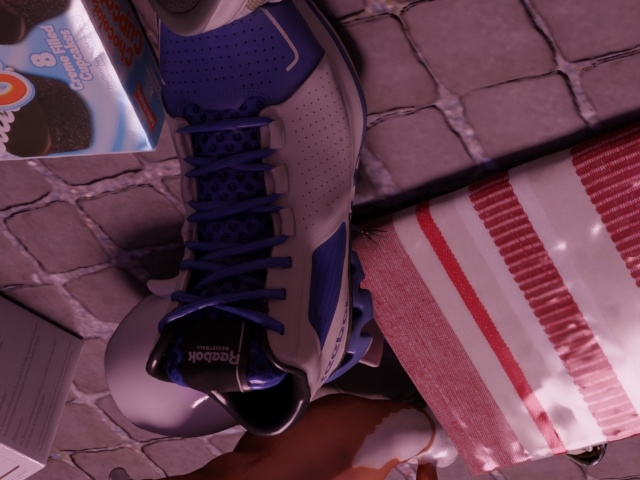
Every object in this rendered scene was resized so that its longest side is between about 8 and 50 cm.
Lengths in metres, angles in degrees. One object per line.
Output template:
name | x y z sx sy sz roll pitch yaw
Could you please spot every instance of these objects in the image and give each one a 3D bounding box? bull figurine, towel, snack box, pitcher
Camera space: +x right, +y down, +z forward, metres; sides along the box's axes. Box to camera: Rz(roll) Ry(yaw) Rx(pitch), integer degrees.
bull figurine | -0.021 0.188 1.269 0.188 0.310 0.101 -7 96 41
towel | 0.196 0.043 1.119 0.329 0.037 0.237 -20 112 33
snack box | -0.238 -0.180 0.984 0.187 0.060 0.322 -2 140 18
pitcher | -0.079 0.060 1.208 0.207 0.125 0.178 -23 112 22

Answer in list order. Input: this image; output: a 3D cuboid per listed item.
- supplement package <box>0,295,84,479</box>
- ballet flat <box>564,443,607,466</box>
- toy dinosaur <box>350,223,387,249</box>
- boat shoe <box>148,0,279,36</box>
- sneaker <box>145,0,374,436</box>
supplement package | -0.353 0.107 1.310 0.244 0.134 0.139 33 137 -25
ballet flat | 0.174 0.129 1.256 0.188 0.070 0.070 32 137 -23
toy dinosaur | 0.000 0.000 1.125 0.090 0.082 0.047 7 145 -29
boat shoe | -0.002 -0.234 0.831 0.118 0.103 0.320 56 139 17
sneaker | -0.041 0.003 1.004 0.127 0.182 0.316 -1 118 17
